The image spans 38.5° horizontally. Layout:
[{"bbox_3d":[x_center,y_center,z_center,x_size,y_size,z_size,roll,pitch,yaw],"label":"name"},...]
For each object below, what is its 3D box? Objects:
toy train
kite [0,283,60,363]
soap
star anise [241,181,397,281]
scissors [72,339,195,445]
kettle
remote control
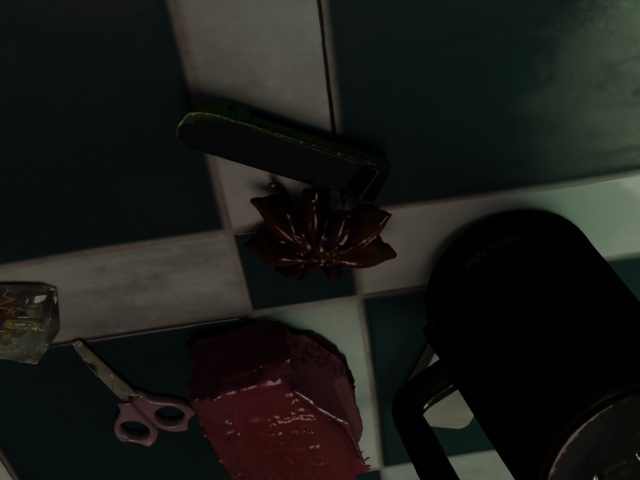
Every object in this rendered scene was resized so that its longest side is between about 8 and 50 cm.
[{"bbox_3d":[-0.036,-0.091,0.871,0.209,0.042,0.044,16,123,-21],"label":"toy train"},{"bbox_3d":[-0.411,0.082,1.006,0.245,0.015,0.141,10,129,-18],"label":"kite"},{"bbox_3d":[-0.040,0.222,1.127,0.182,0.112,0.289,-11,135,6],"label":"soap"},{"bbox_3d":[0.000,0.000,0.943,0.168,0.057,0.168,8,141,6],"label":"star anise"},{"bbox_3d":[-0.241,0.187,1.126,0.110,0.021,0.212,-22,133,11],"label":"scissors"},{"bbox_3d":[0.213,0.127,0.901,0.262,0.308,0.203,-4,118,-9],"label":"kettle"},{"bbox_3d":[0.178,0.145,1.131,0.103,0.034,0.250,8,131,-15],"label":"remote control"}]
